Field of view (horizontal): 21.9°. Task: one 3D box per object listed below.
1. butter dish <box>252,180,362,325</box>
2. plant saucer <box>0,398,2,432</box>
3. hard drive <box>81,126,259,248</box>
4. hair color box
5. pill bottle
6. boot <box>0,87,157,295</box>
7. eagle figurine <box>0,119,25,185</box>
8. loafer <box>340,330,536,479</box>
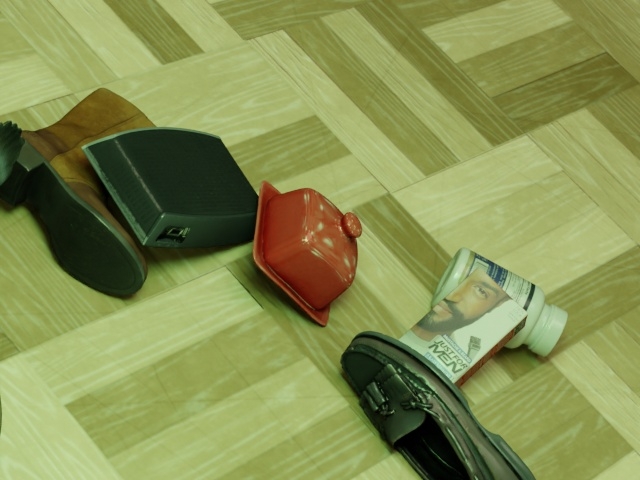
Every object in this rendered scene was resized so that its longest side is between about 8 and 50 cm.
[{"bbox_3d":[0.000,0.000,2.125,0.160,0.118,0.160,45,33,-33],"label":"butter dish"},{"bbox_3d":[-0.460,0.179,1.657,0.278,0.041,0.278,2,82,-11],"label":"plant saucer"},{"bbox_3d":[-0.175,-0.071,2.105,0.172,0.054,0.254,56,27,17],"label":"hard drive"},{"bbox_3d":[0.175,0.125,2.121,0.167,0.053,0.093,-41,73,-15],"label":"hair color box"},{"bbox_3d":[0.243,0.087,2.225,0.169,0.094,0.094,29,41,-2],"label":"pill bottle"},{"bbox_3d":[-0.267,-0.066,2.122,0.264,0.096,0.280,35,31,11],"label":"boot"},{"bbox_3d":[-0.463,0.001,1.847,0.226,0.225,0.298,6,56,-6],"label":"eagle figurine"},{"bbox_3d":[0.132,0.235,2.012,0.302,0.109,0.095,43,47,10],"label":"loafer"}]
